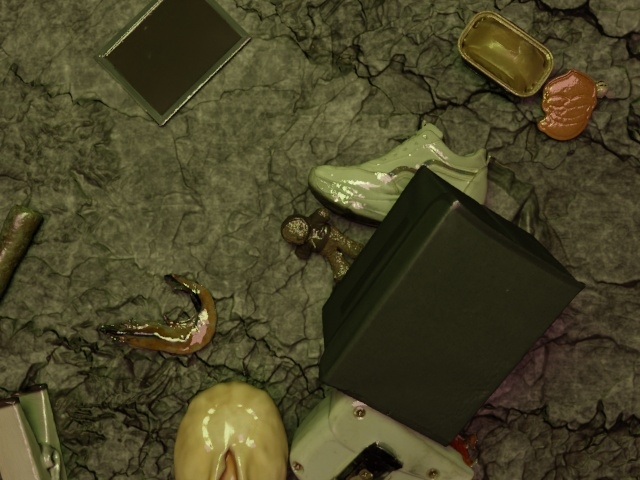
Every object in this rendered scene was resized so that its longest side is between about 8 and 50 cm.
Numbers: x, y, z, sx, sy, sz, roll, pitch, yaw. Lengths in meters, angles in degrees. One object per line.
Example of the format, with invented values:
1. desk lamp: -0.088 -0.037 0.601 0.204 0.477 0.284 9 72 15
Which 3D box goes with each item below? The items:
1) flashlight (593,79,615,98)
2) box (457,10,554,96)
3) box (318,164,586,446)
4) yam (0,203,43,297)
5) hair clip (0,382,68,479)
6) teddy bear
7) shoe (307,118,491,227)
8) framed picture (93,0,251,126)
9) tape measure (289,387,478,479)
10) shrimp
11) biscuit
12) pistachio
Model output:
1. flashlight: 0.505 -0.287 1.055 0.110 0.031 0.052 -8 58 3
2. box: 0.341 -0.343 1.026 0.177 0.111 0.111 35 89 2
3. box: 0.186 0.101 0.888 0.251 0.204 0.345 30 109 -13
4. yam: -0.613 0.053 1.045 0.061 0.061 0.253 28 89 2
5. hair clip: -0.518 0.439 1.010 0.085 0.101 0.331 -17 89 -4
6. teddy bear: 0.004 -0.003 1.034 0.160 0.078 0.119 30 123 -4
7. shoe: 0.154 -0.122 1.012 0.341 0.132 0.211 14 86 -4
8. framed picture: -0.289 -0.378 1.080 0.252 0.014 0.197 -44 88 -1
9. tape measure: 0.098 0.373 0.961 0.258 0.130 0.265 37 105 -8
10. shrimp: -0.308 0.138 1.043 0.219 0.046 0.152 1 89 -3
11. biscuit: 0.468 -0.256 1.042 0.102 0.019 0.131 11 106 2
12. pistachio: -0.154 0.400 0.954 0.193 0.214 0.318 4 105 -1
